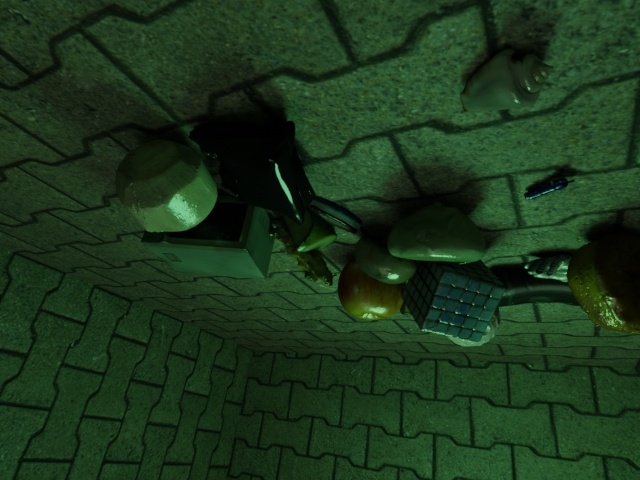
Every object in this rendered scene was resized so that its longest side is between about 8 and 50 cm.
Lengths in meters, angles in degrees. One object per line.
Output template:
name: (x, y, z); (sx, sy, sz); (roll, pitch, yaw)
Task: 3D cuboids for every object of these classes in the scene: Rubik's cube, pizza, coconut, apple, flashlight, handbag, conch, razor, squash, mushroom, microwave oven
Rubik's cube: (0.452, 0.180, 1.417); (0.237, 0.238, 0.237); (13, 110, -9)
pizza: (-0.050, 0.069, 1.441); (0.075, 0.287, 0.280); (-47, 136, 8)
coconut: (-0.426, -0.140, 1.136); (0.245, 0.245, 0.247); (3, 146, 13)
apple: (0.203, 0.194, 1.620); (0.286, 0.233, 0.286); (6, 155, 3)
flashlight: (0.588, -0.139, 1.051); (0.057, 0.035, 0.121); (-5, 168, -32)
handbag: (-0.177, -0.189, 1.082); (0.288, 0.152, 0.342); (13, 153, 17)
conch: (0.349, -0.300, 0.775); (0.104, 0.094, 0.176); (10, -176, -33)
razor: (0.815, 0.180, 1.528); (0.349, 0.113, 0.204); (-4, 152, 22)
squash: (0.000, 0.000, 1.392); (0.111, 0.203, 0.288); (-34, 137, 9)
mushroom: (0.226, 0.051, 1.400); (0.226, 0.178, 0.226); (17, -168, -4)
microwave oven: (-0.361, -0.022, 1.385); (0.355, 0.218, 0.286); (3, 155, 11)

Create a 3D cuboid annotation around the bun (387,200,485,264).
bun: (0.344, -0.025, 1.219); (0.283, 0.179, 0.283); (5, 175, 0)

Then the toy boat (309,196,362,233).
toy boat: (0.042, -0.083, 1.330); (0.229, 0.046, 0.080); (27, 152, -36)

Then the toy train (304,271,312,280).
toy train: (-0.039, 0.158, 1.851); (0.053, 0.033, 0.083); (19, 152, -30)

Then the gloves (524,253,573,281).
gloves: (0.820, 0.098, 1.381); (0.229, 0.097, 0.119); (3, 141, 9)

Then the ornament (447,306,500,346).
ornament: (0.634, 0.325, 1.728); (0.259, 0.259, 0.225); (-9, 143, 33)

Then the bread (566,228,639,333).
bread: (0.893, 0.120, 1.200); (0.312, 0.312, 0.172); (17, 163, -15)

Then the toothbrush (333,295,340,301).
toothbrush: (0.102, 0.319, 2.157); (0.013, 0.011, 0.131); (-26, 142, 17)

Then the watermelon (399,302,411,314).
watermelon: (0.426, 0.280, 1.868); (0.193, 0.137, 0.145); (-30, 159, -18)
